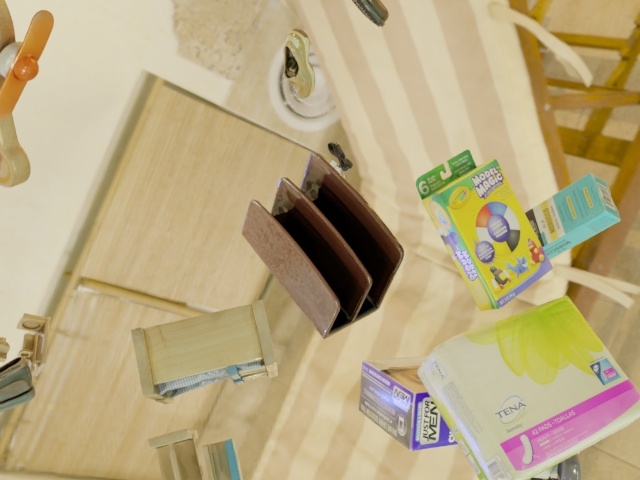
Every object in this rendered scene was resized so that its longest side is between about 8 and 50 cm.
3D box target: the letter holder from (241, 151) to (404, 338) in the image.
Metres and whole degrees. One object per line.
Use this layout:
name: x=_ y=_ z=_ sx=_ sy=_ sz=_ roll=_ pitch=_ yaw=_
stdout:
letter holder: x=0.000 y=0.000 z=1.434 sx=0.302 sy=0.152 sz=0.214 roll=50 pitch=144 yaw=24

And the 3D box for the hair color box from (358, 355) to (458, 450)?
hair color box: x=0.261 y=0.276 z=1.293 sx=0.185 sy=0.338 sz=0.110 roll=-161 pitch=71 yaw=-64

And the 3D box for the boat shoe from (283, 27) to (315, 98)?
boat shoe: x=-0.060 y=-0.391 z=1.649 sx=0.068 sy=0.190 sz=0.072 roll=19 pitch=59 yaw=22

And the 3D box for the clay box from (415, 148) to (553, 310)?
clay box: x=0.244 y=-0.022 z=1.077 sx=0.222 sy=0.127 sz=0.053 roll=61 pitch=153 yaw=-5

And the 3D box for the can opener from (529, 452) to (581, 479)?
can opener: x=0.423 y=0.479 z=1.349 sx=0.095 sy=0.076 sz=0.283 roll=-84 pitch=-2 yaw=-55

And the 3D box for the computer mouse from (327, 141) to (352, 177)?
computer mouse: x=0.036 y=-0.178 z=1.968 sx=0.106 sy=0.042 sz=0.193 roll=59 pitch=155 yaw=28

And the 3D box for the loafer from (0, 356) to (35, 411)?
loafer: x=-0.645 y=0.279 z=1.280 sx=0.096 sy=0.267 sz=0.084 roll=10 pitch=107 yaw=40

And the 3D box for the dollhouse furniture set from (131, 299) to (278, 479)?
dollhouse furniture set: x=-0.099 y=0.173 z=0.721 sx=0.129 sy=0.129 sz=0.184 roll=98 pitch=158 yaw=-74

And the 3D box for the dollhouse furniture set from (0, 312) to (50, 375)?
dollhouse furniture set: x=-0.706 y=0.244 z=1.603 sx=0.144 sy=0.151 sz=0.123 roll=-46 pitch=41 yaw=35

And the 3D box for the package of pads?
package of pads: x=0.323 y=0.225 z=1.108 sx=0.229 sy=0.296 sz=0.101 roll=59 pitch=149 yaw=26

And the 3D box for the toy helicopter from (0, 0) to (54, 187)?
toy helicopter: x=-0.518 y=-0.250 z=1.146 sx=0.235 sy=0.140 sz=0.355 roll=11 pitch=120 yaw=24

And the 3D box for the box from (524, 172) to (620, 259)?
box: x=0.484 y=-0.031 z=1.488 sx=0.244 sy=0.060 sz=0.100 roll=-37 pitch=46 yaw=37

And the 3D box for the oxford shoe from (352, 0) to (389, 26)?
oxford shoe: x=0.073 y=-0.482 z=1.259 sx=0.096 sy=0.227 sz=0.083 roll=-31 pitch=29 yaw=5
